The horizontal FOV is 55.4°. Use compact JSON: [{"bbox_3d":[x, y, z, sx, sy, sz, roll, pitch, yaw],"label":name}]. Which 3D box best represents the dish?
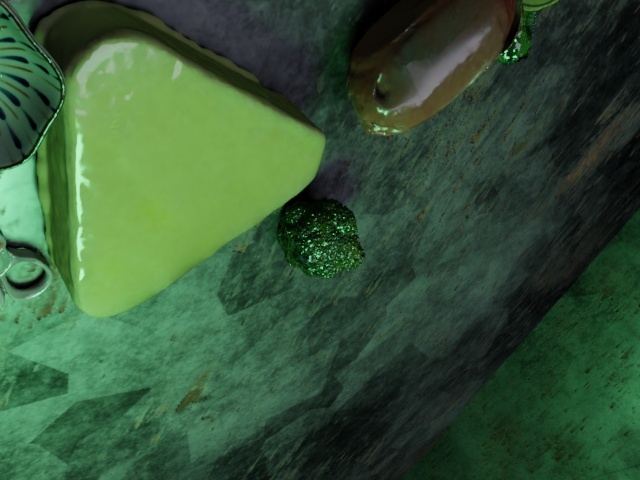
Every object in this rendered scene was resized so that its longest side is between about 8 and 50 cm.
[{"bbox_3d":[-0.323,-0.147,0.525,0.190,0.066,0.191,-13,137,-13],"label":"dish"}]

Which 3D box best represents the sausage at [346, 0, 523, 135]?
[{"bbox_3d":[0.151,-0.263,0.837,0.279,0.152,0.152,-43,148,6],"label":"sausage"}]

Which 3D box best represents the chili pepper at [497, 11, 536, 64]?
[{"bbox_3d":[0.298,-0.386,0.931,0.098,0.061,0.224,-26,126,-19],"label":"chili pepper"}]

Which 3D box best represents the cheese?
[{"bbox_3d":[-0.186,-0.108,0.701,0.383,0.104,0.384,-28,145,-22],"label":"cheese"}]

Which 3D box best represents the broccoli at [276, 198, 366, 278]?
[{"bbox_3d":[0.000,0.000,1.019,0.138,0.145,0.162,-55,146,-50],"label":"broccoli"}]

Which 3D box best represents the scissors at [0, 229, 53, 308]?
[{"bbox_3d":[-0.385,0.003,0.685,0.118,0.030,0.242,-26,149,-25],"label":"scissors"}]

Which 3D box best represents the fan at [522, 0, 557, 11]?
[{"bbox_3d":[0.332,-0.478,0.854,0.229,0.011,0.335,15,107,-38],"label":"fan"}]
